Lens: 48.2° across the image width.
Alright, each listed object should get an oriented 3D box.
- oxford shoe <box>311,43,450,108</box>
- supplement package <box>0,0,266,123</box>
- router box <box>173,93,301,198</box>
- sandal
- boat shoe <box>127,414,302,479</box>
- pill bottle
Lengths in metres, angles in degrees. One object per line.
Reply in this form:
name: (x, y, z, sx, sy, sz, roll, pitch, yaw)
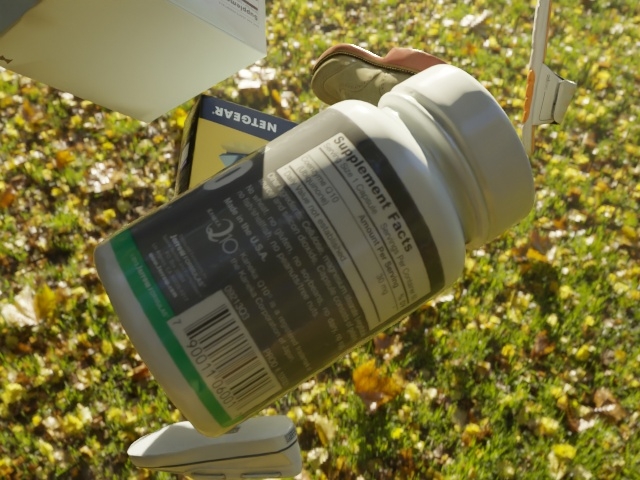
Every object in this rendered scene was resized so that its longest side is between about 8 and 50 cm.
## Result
oxford shoe: (0.064, -0.211, 1.076, 0.130, 0.123, 0.348, -61, 28, -3)
supplement package: (-0.192, -0.296, 0.716, 0.199, 0.198, 0.263, -18, 67, 38)
router box: (-0.038, -0.030, 0.943, 0.308, 0.081, 0.243, 13, 66, -24)
sandal: (0.363, -0.259, 1.118, 0.076, 0.265, 0.102, 7, 21, 15)
boat shoe: (-0.149, 0.306, 0.996, 0.258, 0.084, 0.095, -9, 12, 23)
pill bottle: (0.000, 0.000, 0.659, 0.361, 0.204, 0.204, -31, 54, -9)
